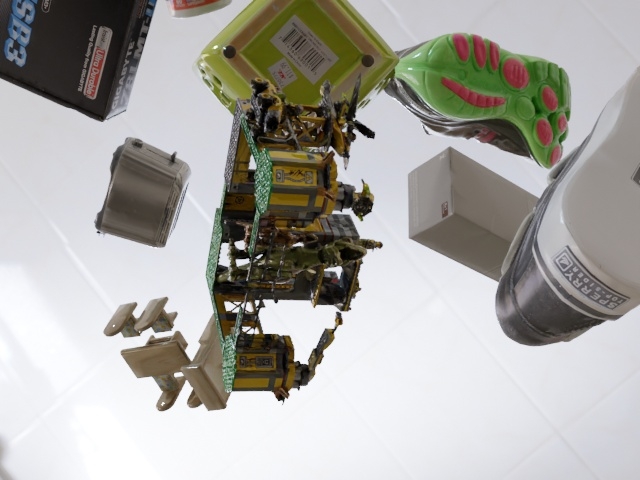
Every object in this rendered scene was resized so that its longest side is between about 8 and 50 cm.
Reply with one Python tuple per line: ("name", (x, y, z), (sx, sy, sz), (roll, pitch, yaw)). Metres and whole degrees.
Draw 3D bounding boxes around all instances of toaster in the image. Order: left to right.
("toaster", (-0.347, -0.081, 1.865), (0.129, 0.146, 0.227), (-79, 9, -69))

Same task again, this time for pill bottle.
("pill bottle", (-0.211, -0.456, 1.496), (0.108, 0.194, 0.108), (-11, 24, 5))

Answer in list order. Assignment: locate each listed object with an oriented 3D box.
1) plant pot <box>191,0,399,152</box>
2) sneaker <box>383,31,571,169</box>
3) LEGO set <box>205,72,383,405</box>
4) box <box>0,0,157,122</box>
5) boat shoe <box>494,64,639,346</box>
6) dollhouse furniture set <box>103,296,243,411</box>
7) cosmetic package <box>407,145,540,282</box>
("plant pot", (-0.032, -0.247, 1.337), (0.227, 0.228, 0.207), (-44, 5, -2))
("sneaker", (0.288, -0.251, 1.680), (0.482, 0.202, 0.185), (19, -96, -45))
("LEGO set", (0.000, 0.000, 1.013), (0.192, 0.255, 0.331), (2, -65, -17))
("box", (-0.318, -0.322, 1.052), (0.296, 0.293, 0.073), (-68, -7, 24))
("boat shoe", (0.205, -0.027, 0.644), (0.301, 0.108, 0.102), (-44, -3, -45))
("dollhouse furniture set", (-0.276, 0.236, 1.807), (0.242, 0.212, 0.161), (-12, 32, 26))
("cosmetic package", (0.248, -0.029, 1.448), (0.107, 0.238, 0.127), (-35, 40, 44))
